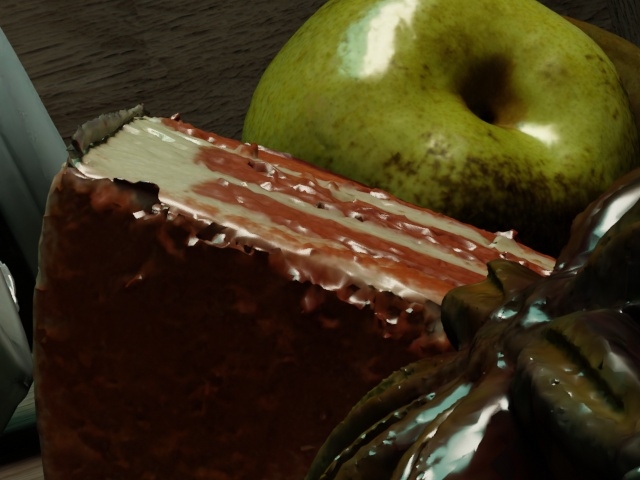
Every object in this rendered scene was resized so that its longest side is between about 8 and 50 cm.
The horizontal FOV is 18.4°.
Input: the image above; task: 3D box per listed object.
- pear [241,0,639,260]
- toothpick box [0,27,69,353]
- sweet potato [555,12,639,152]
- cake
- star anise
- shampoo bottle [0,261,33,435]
[{"bbox_3d":[0.051,-0.026,0.960,0.197,0.197,0.197,-14,4,1],"label":"pear"},{"bbox_3d":[-0.315,0.013,1.074,0.355,0.263,0.263,-28,6,-10],"label":"toothpick box"},{"bbox_3d":[0.160,-0.065,1.073,0.346,0.079,0.108,27,2,-13],"label":"sweet potato"},{"bbox_3d":[0.010,0.067,0.790,0.262,0.159,0.158,21,12,8],"label":"cake"},{"bbox_3d":[0.078,0.053,0.519,0.272,0.102,0.272,-41,6,5],"label":"star anise"},{"bbox_3d":[-0.277,0.021,0.813,0.266,0.273,0.273,-25,4,-2],"label":"shampoo bottle"}]
